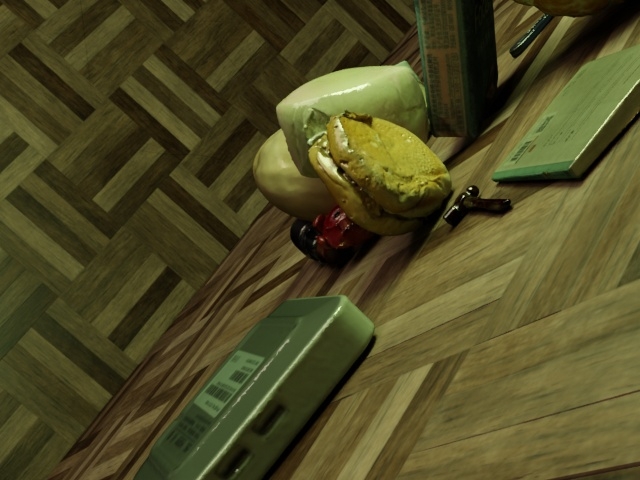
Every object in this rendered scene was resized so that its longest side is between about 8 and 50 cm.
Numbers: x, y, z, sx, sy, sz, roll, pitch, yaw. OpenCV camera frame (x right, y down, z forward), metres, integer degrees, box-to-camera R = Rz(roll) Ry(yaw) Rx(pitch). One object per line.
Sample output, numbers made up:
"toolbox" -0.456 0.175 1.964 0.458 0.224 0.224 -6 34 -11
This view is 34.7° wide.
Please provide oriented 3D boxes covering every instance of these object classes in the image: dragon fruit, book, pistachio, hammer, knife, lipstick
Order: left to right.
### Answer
"lipstick" 0.000 0.000 1.925 0.081 0.081 0.299 -48 12 -3
"pistachio" 0.031 -0.143 1.868 0.308 0.230 0.230 -7 34 36
"dragon fruit" 0.049 -0.035 1.739 0.126 0.068 0.112 -18 20 8
"hammer" 0.206 -0.043 1.310 0.065 0.021 0.178 -49 11 -5
"knife" 0.397 -0.389 1.906 0.121 0.018 0.031 -46 10 -2
"book" 0.316 -0.153 1.232 0.215 0.025 0.282 -49 8 -2

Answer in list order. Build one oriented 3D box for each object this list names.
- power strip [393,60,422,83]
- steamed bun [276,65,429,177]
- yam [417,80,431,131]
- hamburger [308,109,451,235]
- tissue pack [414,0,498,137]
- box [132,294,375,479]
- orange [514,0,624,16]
"power strip" 0.151 -0.270 2.255 0.229 0.141 0.261 -32 -5 -24
"steamed bun" 0.052 -0.190 1.656 0.238 0.170 0.152 -13 11 11
"yam" 0.129 -0.217 2.089 0.238 0.129 0.128 -40 41 34
"hamburger" 0.091 -0.100 1.511 0.108 0.213 0.214 -48 8 27
"tissue pack" 0.226 -0.355 1.696 0.103 0.316 0.228 1 30 19
"box" -0.108 0.231 1.395 0.373 0.090 0.367 -49 8 -14
"orange" 0.369 -0.491 1.485 0.329 0.329 0.249 -49 -14 -10
